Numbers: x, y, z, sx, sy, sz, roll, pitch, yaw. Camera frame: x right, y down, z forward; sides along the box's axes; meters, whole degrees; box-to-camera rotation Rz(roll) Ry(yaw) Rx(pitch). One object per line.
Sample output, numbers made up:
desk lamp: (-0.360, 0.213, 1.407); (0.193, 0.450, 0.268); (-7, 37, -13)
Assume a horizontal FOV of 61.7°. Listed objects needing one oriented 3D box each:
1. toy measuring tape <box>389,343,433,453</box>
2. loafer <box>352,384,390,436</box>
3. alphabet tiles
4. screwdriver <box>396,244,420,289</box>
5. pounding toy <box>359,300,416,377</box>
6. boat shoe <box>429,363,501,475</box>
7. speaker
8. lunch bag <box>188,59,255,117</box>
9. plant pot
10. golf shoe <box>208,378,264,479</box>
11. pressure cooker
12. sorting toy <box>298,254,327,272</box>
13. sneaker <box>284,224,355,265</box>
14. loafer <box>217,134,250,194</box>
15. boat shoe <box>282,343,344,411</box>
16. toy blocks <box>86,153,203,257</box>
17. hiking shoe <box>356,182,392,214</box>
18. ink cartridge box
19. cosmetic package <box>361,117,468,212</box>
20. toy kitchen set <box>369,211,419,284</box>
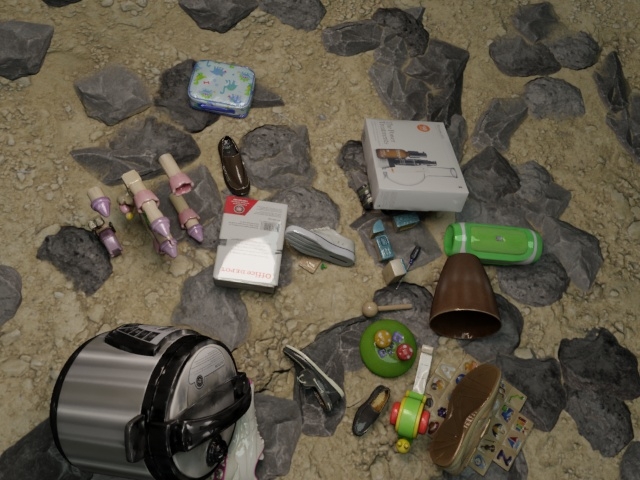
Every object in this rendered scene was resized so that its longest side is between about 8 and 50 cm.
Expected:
toy measuring tape: (0.282, 0.464, 1.592); (0.121, 0.121, 0.330); (19, 73, -1)
loafer: (0.151, 0.505, 1.597); (0.062, 0.061, 0.170); (33, 72, 3)
alphabet tiles: (0.476, 0.533, 1.656); (0.343, 0.011, 0.285); (36, 72, 5)
screwdriver: (0.292, 0.092, 1.775); (0.025, 0.024, 0.169); (32, 76, -26)
pounding toy: (0.217, 0.299, 1.648); (0.183, 0.110, 0.236); (2, 72, -7)
boat shoe: (0.446, 0.529, 1.599); (0.110, 0.122, 0.341); (46, 72, -31)
speaker: (0.570, 0.011, 1.777); (0.297, 0.131, 0.131); (5, 72, -6)
lunch bag: (-0.342, -0.523, 1.857); (0.219, 0.090, 0.176); (9, 70, -4)
plant pot: (0.451, 0.161, 1.686); (0.216, 0.215, 0.230); (10, 58, -4)
golf shoe: (-0.221, 0.552, 1.527); (0.140, 0.115, 0.306); (23, 65, -26)
pressure cooker: (-0.391, 0.412, 1.349); (0.421, 0.375, 0.369); (0, 47, 21)
sorting toy: (-0.022, 0.077, 1.742); (0.083, 0.012, 0.062); (32, 66, 7)
sneaker: (0.000, 0.000, 1.710); (0.258, 0.094, 0.091); (26, 51, -28)
loafer: (-0.295, -0.253, 1.780); (0.080, 0.078, 0.220); (-20, 75, -13)
boat shoe: (-0.034, 0.405, 1.596); (0.233, 0.084, 0.079); (45, 72, 5)
toy blocks: (-0.495, -0.035, 1.574); (0.309, 0.288, 0.260); (-28, 72, -18)
hiking shoe: (0.240, -0.145, 1.821); (0.227, 0.086, 0.114); (-8, 86, -3)
ink cartridge box: (-0.218, 0.017, 1.683); (0.197, 0.114, 0.272); (8, 70, -5)
cosmetic package: (0.300, -0.256, 1.773); (0.285, 0.097, 0.377); (3, 47, -8)
toy kitchen set: (0.269, 0.015, 1.740); (0.166, 0.122, 0.207); (-15, 75, -12)
